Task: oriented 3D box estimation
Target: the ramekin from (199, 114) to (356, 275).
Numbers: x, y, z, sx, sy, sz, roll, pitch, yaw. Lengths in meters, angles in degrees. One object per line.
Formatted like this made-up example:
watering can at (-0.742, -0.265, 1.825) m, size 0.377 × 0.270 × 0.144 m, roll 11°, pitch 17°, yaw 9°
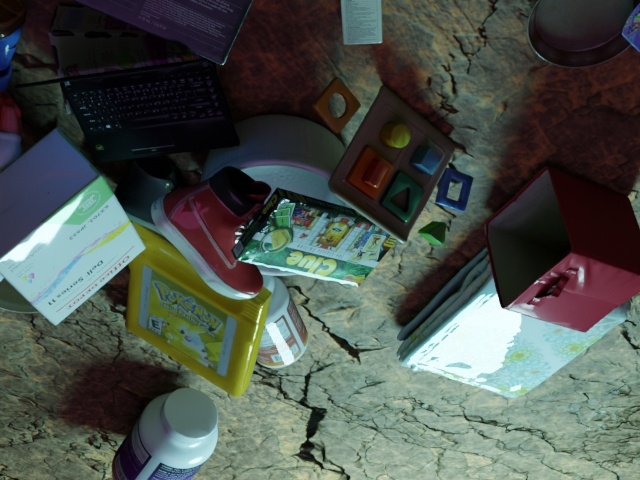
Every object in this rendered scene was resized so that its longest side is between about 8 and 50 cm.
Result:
ramekin at (-0.071, -0.079, 1.603) m, size 0.277 × 0.135 × 0.277 m, roll 0°, pitch 140°, yaw 0°

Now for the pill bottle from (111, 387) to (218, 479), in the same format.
pill bottle at (-0.347, 0.466, 2.202) m, size 0.182 × 0.181 × 0.323 m, roll 18°, pitch 136°, yaw -19°

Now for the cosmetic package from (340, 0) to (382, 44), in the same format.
cosmetic package at (0.058, -0.336, 1.373) m, size 0.060 × 0.041 × 0.115 m, roll -1°, pitch 139°, yaw 3°

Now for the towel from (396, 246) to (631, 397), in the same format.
towel at (0.369, 0.171, 1.923) m, size 0.321 × 0.090 × 0.374 m, roll 18°, pitch 136°, yaw -23°

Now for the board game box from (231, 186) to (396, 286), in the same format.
board game box at (0.000, 0.000, 1.529) m, size 0.260 × 0.030 × 0.136 m, roll 13°, pitch 127°, yaw -39°

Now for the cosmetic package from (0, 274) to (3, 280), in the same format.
cosmetic package at (-0.682, -0.093, 1.533) m, size 0.285 × 0.097 × 0.377 m, roll 20°, pitch 149°, yaw 31°

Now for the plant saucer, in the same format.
plant saucer at (0.381, -0.322, 1.393) m, size 0.169 × 0.029 × 0.168 m, roll 1°, pitch 138°, yaw 1°

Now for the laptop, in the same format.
laptop at (-0.261, -0.176, 1.382) m, size 0.234 × 0.136 × 0.264 m, roll -5°, pitch 139°, yaw 8°

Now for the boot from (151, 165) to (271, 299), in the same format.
boot at (-0.122, -0.009, 1.518) m, size 0.176 × 0.088 × 0.244 m, roll -23°, pitch 130°, yaw 23°

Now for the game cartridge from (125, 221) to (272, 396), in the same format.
game cartridge at (-0.238, 0.127, 1.809) m, size 0.285 × 0.052 × 0.323 m, roll 30°, pitch 141°, yaw 13°

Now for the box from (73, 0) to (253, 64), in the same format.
box at (-0.210, -0.370, 1.249) m, size 0.261 × 0.103 × 0.184 m, roll 21°, pitch 114°, yaw -21°

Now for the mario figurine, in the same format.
mario figurine at (-0.518, -0.218, 1.414) m, size 0.170 × 0.198 × 0.320 m, roll 2°, pitch 137°, yaw -20°

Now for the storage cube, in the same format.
storage cube at (0.421, 0.021, 1.655) m, size 0.193 × 0.214 × 0.183 m, roll 17°, pitch 137°, yaw -26°

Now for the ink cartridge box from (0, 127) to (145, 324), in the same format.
ink cartridge box at (-0.410, 0.001, 1.543) m, size 0.207 × 0.119 × 0.353 m, roll -42°, pitch 161°, yaw -12°

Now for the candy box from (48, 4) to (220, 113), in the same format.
candy box at (-0.269, -0.264, 1.440) m, size 0.234 × 0.071 × 0.159 m, roll 1°, pitch 140°, yaw -2°

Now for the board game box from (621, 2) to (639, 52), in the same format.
board game box at (0.519, -0.301, 1.385) m, size 0.133 × 0.033 × 0.169 m, roll -38°, pitch 136°, yaw 27°

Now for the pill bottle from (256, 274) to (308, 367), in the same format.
pill bottle at (-0.107, 0.141, 1.869) m, size 0.121 × 0.121 × 0.216 m, roll -9°, pitch 138°, yaw 12°

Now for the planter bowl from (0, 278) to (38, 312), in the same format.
planter bowl at (-0.545, 0.042, 1.771) m, size 0.162 × 0.109 × 0.162 m, roll 0°, pitch 139°, yaw 0°

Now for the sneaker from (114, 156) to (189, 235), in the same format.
sneaker at (-0.237, -0.064, 1.661) m, size 0.222 × 0.083 × 0.118 m, roll 19°, pitch 136°, yaw -18°

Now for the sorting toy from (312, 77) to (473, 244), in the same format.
sorting toy at (0.121, -0.118, 1.518) m, size 0.348 × 0.196 × 0.047 m, roll 34°, pitch 168°, yaw -32°
